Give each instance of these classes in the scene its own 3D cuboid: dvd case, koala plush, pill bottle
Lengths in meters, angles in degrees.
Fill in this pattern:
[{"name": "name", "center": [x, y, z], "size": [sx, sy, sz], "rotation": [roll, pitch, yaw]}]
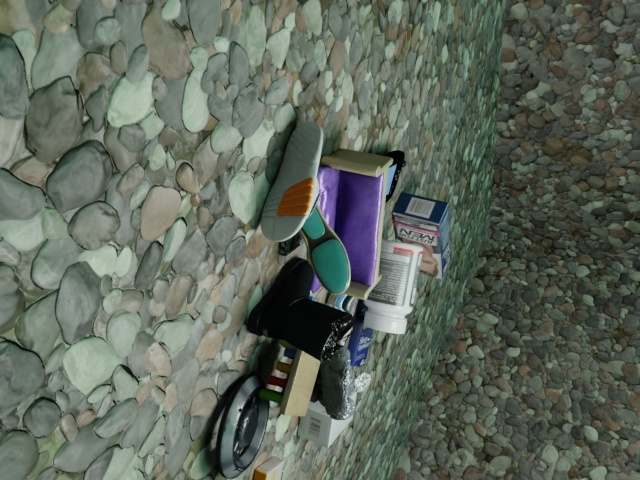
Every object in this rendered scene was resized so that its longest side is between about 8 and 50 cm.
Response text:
[{"name": "dvd case", "center": [0.080, 0.228, 1.800], "size": [0.164, 0.018, 0.222], "rotation": [26, 80, -75]}, {"name": "koala plush", "center": [0.035, 0.373, 1.615], "size": [0.221, 0.196, 0.204], "rotation": [33, 63, -62]}, {"name": "pill bottle", "center": [0.226, 0.144, 1.903], "size": [0.161, 0.161, 0.284], "rotation": [11, 90, -67]}]

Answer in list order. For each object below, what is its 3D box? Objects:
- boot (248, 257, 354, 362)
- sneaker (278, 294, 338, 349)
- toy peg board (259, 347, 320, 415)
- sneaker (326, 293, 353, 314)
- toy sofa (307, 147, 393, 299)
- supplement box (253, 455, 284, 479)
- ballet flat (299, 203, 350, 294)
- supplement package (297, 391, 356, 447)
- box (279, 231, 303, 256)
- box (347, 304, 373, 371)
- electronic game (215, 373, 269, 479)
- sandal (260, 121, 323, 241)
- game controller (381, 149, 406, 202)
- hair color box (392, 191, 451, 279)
[{"name": "boot", "center": [-0.015, 0.153, 1.331], "size": [0.246, 0.207, 0.094], "rotation": [-51, 149, -44]}, {"name": "sneaker", "center": [-0.016, 0.179, 1.492], "size": [0.240, 0.091, 0.126], "rotation": [-30, 130, -58]}, {"name": "toy peg board", "center": [-0.071, 0.317, 1.384], "size": [0.161, 0.079, 0.161], "rotation": [48, 56, -68]}, {"name": "sneaker", "center": [0.085, 0.105, 1.682], "size": [0.085, 0.086, 0.237], "rotation": [20, 84, -66]}, {"name": "toy sofa", "center": [0.070, -0.032, 1.482], "size": [0.177, 0.150, 0.363], "rotation": [-41, 140, -54]}, {"name": "supplement box", "center": [-0.137, 0.613, 1.552], "size": [0.098, 0.036, 0.062], "rotation": [-2, 106, -66]}, {"name": "ballet flat", "center": [0.000, 0.000, 1.333], "size": [0.086, 0.086, 0.249], "rotation": [-28, 97, -60]}, {"name": "supplement package", "center": [0.022, 0.508, 1.762], "size": [0.179, 0.105, 0.105], "rotation": [-25, 125, -60]}, {"name": "box", "center": [-0.065, -0.010, 1.356], "size": [0.083, 0.018, 0.067], "rotation": [-40, 139, -53]}, {"name": "box", "center": [0.135, 0.330, 1.998], "size": [0.136, 0.036, 0.226], "rotation": [2, 101, -66]}, {"name": "electronic game", "center": [-0.173, 0.416, 1.334], "size": [0.229, 0.048, 0.230], "rotation": [8, 90, -71]}, {"name": "sandal", "center": [-0.039, -0.115, 1.245], "size": [0.076, 0.101, 0.266], "rotation": [40, 66, -62]}, {"name": "game controller", "center": [0.166, -0.164, 1.723], "size": [0.319, 0.067, 0.167], "rotation": [-31, 131, -57]}, {"name": "hair color box", "center": [0.369, -0.010, 2.139], "size": [0.105, 0.173, 0.347], "rotation": [-61, 153, -27]}]
